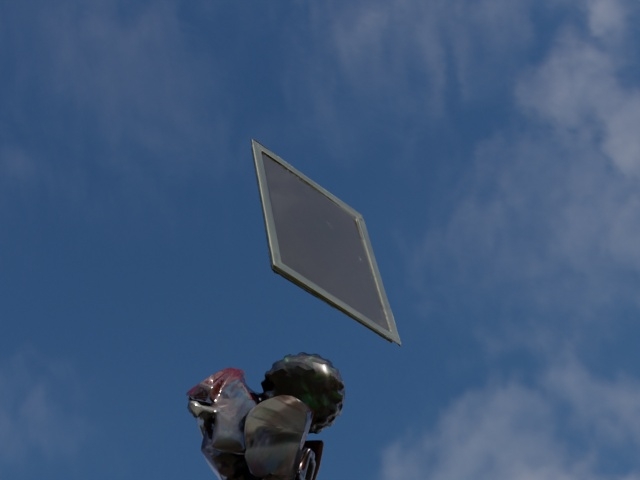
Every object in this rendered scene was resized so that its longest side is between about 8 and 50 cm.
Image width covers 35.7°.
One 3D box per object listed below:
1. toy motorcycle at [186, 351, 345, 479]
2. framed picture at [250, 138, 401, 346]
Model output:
[{"bbox_3d":[-0.058,0.171,0.722,0.122,0.213,0.082,3,-38,17],"label":"toy motorcycle"},{"bbox_3d":[0.000,0.000,1.166,0.197,0.252,0.014,33,-65,-30],"label":"framed picture"}]
